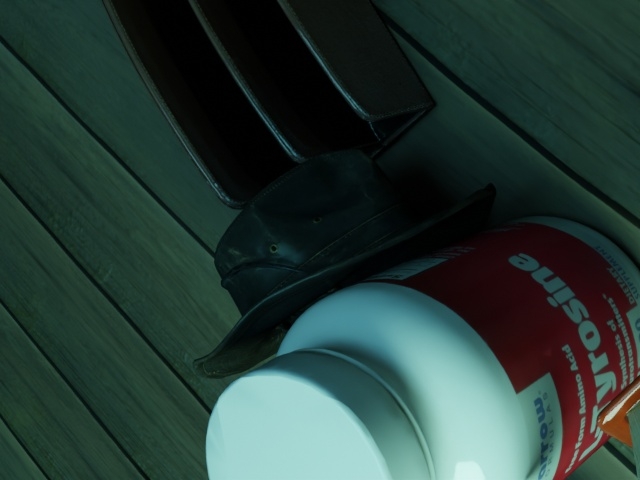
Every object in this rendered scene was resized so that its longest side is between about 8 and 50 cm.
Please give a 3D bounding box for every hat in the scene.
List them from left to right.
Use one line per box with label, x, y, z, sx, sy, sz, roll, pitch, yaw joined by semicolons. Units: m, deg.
hat;0.000;0.000;0.946;0.331;0.331;0.134;-41;74;39

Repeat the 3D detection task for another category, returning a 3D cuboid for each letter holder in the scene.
letter holder;-0.066;-0.206;1.005;0.152;0.214;0.302;-39;77;40

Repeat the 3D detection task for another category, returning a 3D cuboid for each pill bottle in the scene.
pill bottle;0.108;0.126;0.828;0.229;0.408;0.229;13;111;37

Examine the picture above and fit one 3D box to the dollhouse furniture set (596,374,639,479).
dollhouse furniture set;0.304;0.151;0.653;0.259;0.135;0.262;31;118;-16
